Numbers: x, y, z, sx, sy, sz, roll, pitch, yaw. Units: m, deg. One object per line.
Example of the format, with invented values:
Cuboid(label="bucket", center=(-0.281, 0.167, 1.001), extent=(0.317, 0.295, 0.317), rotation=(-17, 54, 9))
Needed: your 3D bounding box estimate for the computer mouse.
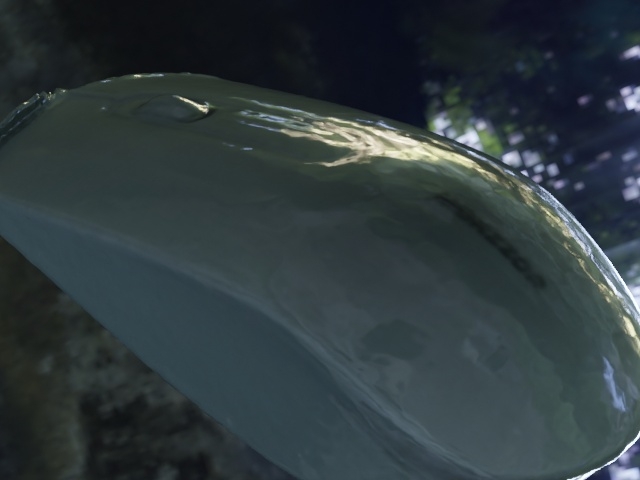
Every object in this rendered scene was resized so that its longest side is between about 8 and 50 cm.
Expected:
Cuboid(label="computer mouse", center=(0.000, 0.000, 0.600), extent=(0.231, 0.079, 0.128), rotation=(33, -143, 23))
